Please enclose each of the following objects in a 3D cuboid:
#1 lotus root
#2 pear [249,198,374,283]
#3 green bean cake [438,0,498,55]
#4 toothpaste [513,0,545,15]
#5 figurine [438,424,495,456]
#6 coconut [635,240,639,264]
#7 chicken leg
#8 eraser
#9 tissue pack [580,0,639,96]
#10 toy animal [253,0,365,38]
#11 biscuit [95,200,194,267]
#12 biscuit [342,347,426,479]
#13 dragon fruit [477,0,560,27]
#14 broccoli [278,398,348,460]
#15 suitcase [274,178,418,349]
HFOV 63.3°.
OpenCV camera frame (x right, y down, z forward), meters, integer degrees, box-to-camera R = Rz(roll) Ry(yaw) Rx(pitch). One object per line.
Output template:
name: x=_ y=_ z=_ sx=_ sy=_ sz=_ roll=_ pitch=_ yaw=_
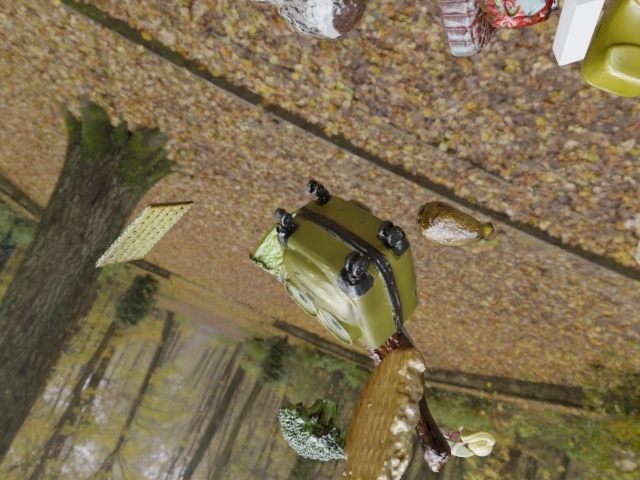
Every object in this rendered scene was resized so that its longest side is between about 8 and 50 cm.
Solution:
lotus root: x=0.326 y=-0.034 z=1.257 sx=0.191 sy=0.094 sz=0.108 roll=17 pitch=145 yaw=8
pear: x=0.000 y=0.000 z=1.206 sx=0.238 sy=0.255 sz=0.164 roll=34 pitch=-163 yaw=7
green bean cake: x=0.411 y=-0.618 z=1.367 sx=0.097 sy=0.232 sz=0.198 roll=15 pitch=145 yaw=38
toothpaste: x=0.277 y=-0.499 z=0.839 sx=0.296 sy=0.048 sz=0.075 roll=63 pitch=-171 yaw=4
figurine: x=0.367 y=0.519 z=1.360 sx=0.188 sy=0.083 sz=0.083 roll=-3 pitch=152 yaw=38
coconut: x=0.667 y=-0.006 z=0.834 sx=0.245 sy=0.239 sz=0.239 roll=24 pitch=168 yaw=32
chicken leg: x=0.135 y=0.223 z=0.964 sx=0.158 sy=0.096 sz=0.406 roll=37 pitch=-160 yaw=-53
eraser: x=0.763 y=-0.643 z=1.546 sx=0.078 sy=0.076 sz=0.298 roll=-14 pitch=164 yaw=12
tissue pack: x=0.528 y=-0.339 z=0.882 sx=0.123 sy=0.178 sz=0.127 roll=22 pitch=-173 yaw=4
toy animal: x=-0.012 y=-0.274 z=0.589 sx=0.138 sy=0.098 sz=0.098 roll=-13 pitch=168 yaw=-8
biscuit: x=-0.395 y=-0.016 z=1.161 sx=0.016 sy=0.231 sz=0.139 roll=57 pitch=-151 yaw=12
biscuit: x=0.070 y=0.242 z=0.627 sx=0.033 sy=0.224 sz=0.144 roll=20 pitch=162 yaw=-12
dragon fruit: x=0.366 y=-0.492 z=0.960 sx=0.160 sy=0.166 sz=0.171 roll=9 pitch=126 yaw=32
broccoli: x=-0.008 y=0.567 z=1.557 sx=0.227 sy=0.175 sz=0.198 roll=-7 pitch=160 yaw=1
suitcase: x=0.036 y=0.049 z=0.795 sx=0.194 sy=0.143 sz=0.234 roll=32 pitch=155 yaw=36
